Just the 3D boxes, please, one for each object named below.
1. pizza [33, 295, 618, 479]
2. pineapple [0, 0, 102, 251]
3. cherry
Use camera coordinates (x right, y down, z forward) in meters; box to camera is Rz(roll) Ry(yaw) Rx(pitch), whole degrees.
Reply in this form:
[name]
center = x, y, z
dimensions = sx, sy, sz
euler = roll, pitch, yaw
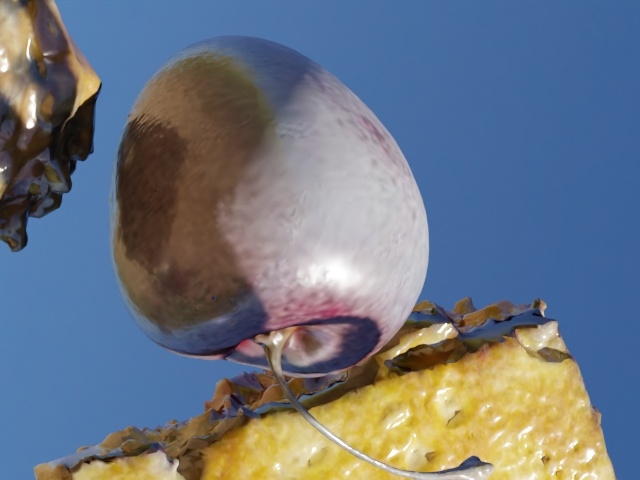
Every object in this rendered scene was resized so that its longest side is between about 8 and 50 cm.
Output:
[pizza]
center = 0.044, 0.157, 1.019
dimensions = 0.114, 0.409, 0.277
euler = 0, -104, 65
[pineapple]
center = -0.249, 0.001, 0.636
dimensions = 0.165, 0.364, 0.165
euler = 47, -22, 26
[cherry]
center = -0.004, -0.004, 0.733
dimensions = 0.148, 0.188, 0.115
euler = 45, -72, 41
